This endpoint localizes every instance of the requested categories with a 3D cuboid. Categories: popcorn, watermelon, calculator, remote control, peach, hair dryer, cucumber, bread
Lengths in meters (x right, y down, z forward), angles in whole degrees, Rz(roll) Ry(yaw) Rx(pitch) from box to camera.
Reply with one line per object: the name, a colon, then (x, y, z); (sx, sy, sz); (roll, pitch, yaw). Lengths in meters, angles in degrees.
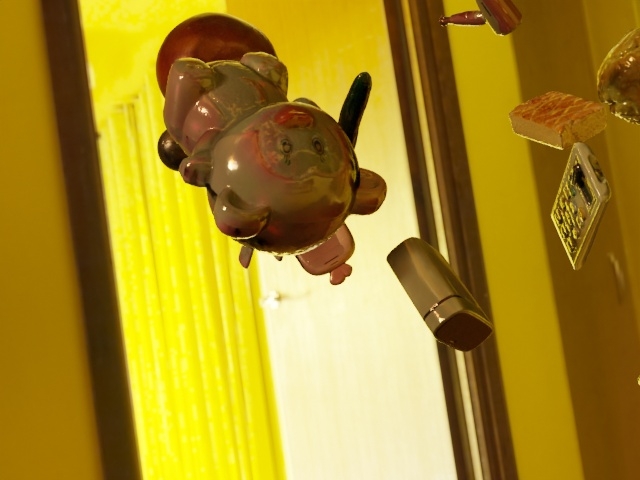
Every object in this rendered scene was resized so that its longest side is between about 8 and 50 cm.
popcorn: (0.630, -0.315, 1.688); (0.198, 0.198, 0.212); (-13, -148, 53)
watermelon: (-0.289, -0.198, 1.939); (0.133, 0.105, 0.105); (10, 166, -39)
calculator: (0.000, 0.000, 1.500); (0.103, 0.166, 0.024); (-33, 160, 3)
remote control: (0.414, -0.048, 1.407); (0.051, 0.103, 0.293); (-18, 157, 2)
peach: (-0.202, -0.342, 1.793); (0.252, 0.253, 0.252); (-8, 176, -1)
hair dryer: (0.263, -0.394, 1.545); (0.106, 0.054, 0.154); (42, 154, -26)
cucumber: (0.043, -0.170, 1.264); (0.036, 0.033, 0.184); (9, 145, -6)
bread: (0.509, -0.261, 1.908); (0.125, 0.068, 0.188); (-28, -153, -12)

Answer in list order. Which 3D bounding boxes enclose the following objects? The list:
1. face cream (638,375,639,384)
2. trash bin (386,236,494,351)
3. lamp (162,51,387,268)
face cream: (0.462, 0.205, 1.201); (0.034, 0.034, 0.130); (-8, -173, -2)
trash bin: (0.154, 0.070, 1.148); (0.059, 0.130, 0.116); (-41, 143, 14)
lamp: (-0.085, -0.096, 1.188); (0.247, 0.301, 0.248); (-10, 133, -36)
